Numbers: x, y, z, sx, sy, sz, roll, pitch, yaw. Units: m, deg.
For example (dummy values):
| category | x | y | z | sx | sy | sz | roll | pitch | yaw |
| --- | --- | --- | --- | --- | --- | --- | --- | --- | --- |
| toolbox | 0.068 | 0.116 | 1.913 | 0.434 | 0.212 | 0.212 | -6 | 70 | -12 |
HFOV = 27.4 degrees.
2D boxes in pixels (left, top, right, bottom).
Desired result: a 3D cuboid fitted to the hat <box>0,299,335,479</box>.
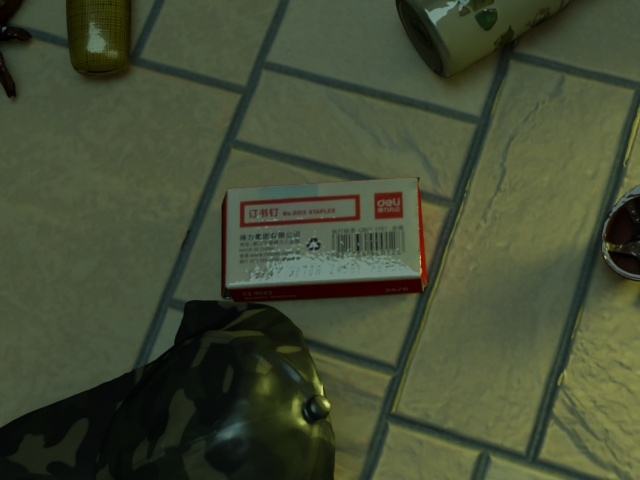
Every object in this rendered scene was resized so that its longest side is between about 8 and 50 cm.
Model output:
| category | x | y | z | sx | sy | sz | roll | pitch | yaw |
| --- | --- | --- | --- | --- | --- | --- | --- | --- | --- |
| hat | -0.189 | 0.243 | 1.312 | 0.381 | 0.257 | 0.366 | -13 | 65 | -18 |

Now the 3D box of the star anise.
| category | x | y | z | sx | sy | sz | roll | pitch | yaw |
| --- | --- | --- | --- | --- | --- | --- | --- | --- | --- |
| star anise | -0.420 | -0.271 | 1.556 | 0.140 | 0.144 | 0.158 | 10 | 71 | 2 |

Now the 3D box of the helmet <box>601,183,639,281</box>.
| category | x | y | z | sx | sy | sz | roll | pitch | yaw |
| --- | --- | --- | --- | --- | --- | --- | --- | --- | --- |
| helmet | 0.348 | -0.002 | 1.399 | 0.089 | 0.057 | 0.111 | 28 | 81 | 19 |

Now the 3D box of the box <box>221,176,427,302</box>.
| category | x | y | z | sx | sy | sz | roll | pitch | yaw |
| --- | --- | --- | --- | --- | --- | --- | --- | --- | --- |
| box | 0.000 | 0.000 | 1.448 | 0.229 | 0.050 | 0.123 | -4 | 68 | 6 |

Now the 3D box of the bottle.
| category | x | y | z | sx | sy | sz | roll | pitch | yaw |
| --- | --- | --- | --- | --- | --- | --- | --- | --- | --- |
| bottle | 0.218 | -0.295 | 1.493 | 0.253 | 0.120 | 0.120 | -32 | 69 | -6 |

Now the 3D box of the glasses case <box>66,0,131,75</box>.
| category | x | y | z | sx | sy | sz | roll | pitch | yaw |
| --- | --- | --- | --- | --- | --- | --- | --- | --- | --- |
| glasses case | -0.269 | -0.308 | 1.589 | 0.079 | 0.064 | 0.234 | -3 | 69 | -1 |
